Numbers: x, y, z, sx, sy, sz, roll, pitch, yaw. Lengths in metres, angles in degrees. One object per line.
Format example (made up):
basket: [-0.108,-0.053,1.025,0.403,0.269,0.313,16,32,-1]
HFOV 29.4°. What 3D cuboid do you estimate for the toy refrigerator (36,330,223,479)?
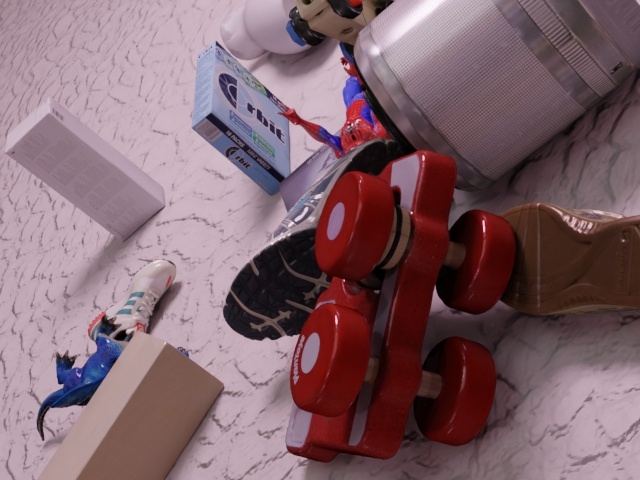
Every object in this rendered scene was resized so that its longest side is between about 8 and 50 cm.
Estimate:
toy refrigerator: [-0.242,0.251,1.454,0.094,0.102,0.270,10,64,56]

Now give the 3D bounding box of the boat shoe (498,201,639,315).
boat shoe: [0.254,0.024,1.098,0.285,0.089,0.105,8,88,58]

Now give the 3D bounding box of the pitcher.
pitcher: [-0.046,-0.362,1.887,0.178,0.125,0.207,-43,16,-20]

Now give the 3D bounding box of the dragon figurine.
dragon figurine: [-0.297,0.197,1.600,0.289,0.085,0.144,-38,32,16]

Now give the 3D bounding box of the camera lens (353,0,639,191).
camera lens: [0.189,-0.203,1.286,0.274,0.219,0.219,-39,32,18]

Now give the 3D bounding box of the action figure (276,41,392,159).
action figure: [0.030,-0.199,1.534,0.091,0.139,0.280,-31,37,30]

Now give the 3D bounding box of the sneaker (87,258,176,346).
sneaker: [-0.249,0.101,1.691,0.161,0.057,0.075,-45,47,4]

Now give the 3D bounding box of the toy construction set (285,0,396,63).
toy construction set: [0.005,-0.313,1.414,0.151,0.327,0.215,-39,63,43]

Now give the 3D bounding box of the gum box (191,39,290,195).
gum box: [-0.109,-0.172,1.701,0.041,0.157,0.184,-34,34,24]

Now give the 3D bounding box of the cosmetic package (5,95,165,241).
cosmetic package: [-0.358,-0.107,1.869,0.099,0.239,0.060,-39,32,15]

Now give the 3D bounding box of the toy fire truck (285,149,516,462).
toy fire truck: [0.048,0.068,1.194,0.254,0.169,0.302,-16,61,66]

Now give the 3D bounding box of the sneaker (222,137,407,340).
sneaker: [0.000,0.000,1.402,0.283,0.110,0.122,-45,13,2]

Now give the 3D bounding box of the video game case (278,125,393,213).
video game case: [0.046,-0.060,1.507,0.196,0.026,0.274,-41,32,13]
